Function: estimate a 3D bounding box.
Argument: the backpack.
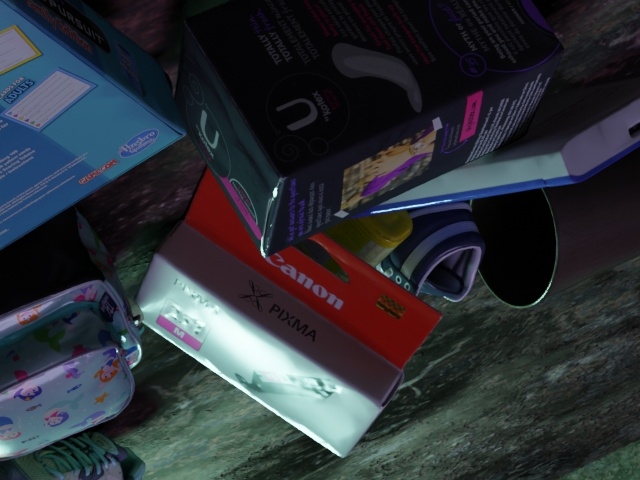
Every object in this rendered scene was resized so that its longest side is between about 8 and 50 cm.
[{"bbox_3d":[-0.280,0.093,1.730,0.225,0.191,0.253,-24,163,-3],"label":"backpack"}]

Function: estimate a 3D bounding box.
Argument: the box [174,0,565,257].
[{"bbox_3d":[0.036,-0.131,1.519,0.270,0.165,0.143,-24,159,-20],"label":"box"}]

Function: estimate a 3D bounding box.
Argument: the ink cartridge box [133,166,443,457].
[{"bbox_3d":[-0.040,0.073,1.826,0.060,0.275,0.239,-54,177,-34],"label":"ink cartridge box"}]

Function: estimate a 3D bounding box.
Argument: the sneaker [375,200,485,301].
[{"bbox_3d":[0.057,0.028,1.952,0.099,0.153,0.282,1,147,-47],"label":"sneaker"}]

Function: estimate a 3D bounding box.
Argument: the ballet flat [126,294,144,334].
[{"bbox_3d":[-0.278,0.122,1.931,0.086,0.086,0.248,3,145,-49],"label":"ballet flat"}]

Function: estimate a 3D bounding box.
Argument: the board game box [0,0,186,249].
[{"bbox_3d":[-0.293,-0.106,1.329,0.254,0.079,0.336,-31,148,14],"label":"board game box"}]

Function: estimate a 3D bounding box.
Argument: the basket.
[{"bbox_3d":[0.307,-0.038,2.079,0.227,0.154,0.204,-19,156,-24],"label":"basket"}]

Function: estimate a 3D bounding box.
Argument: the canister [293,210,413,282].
[{"bbox_3d":[0.000,0.000,1.871,0.170,0.126,0.073,-45,174,38],"label":"canister"}]

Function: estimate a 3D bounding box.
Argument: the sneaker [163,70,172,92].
[{"bbox_3d":[-0.206,-0.110,1.505,0.170,0.051,0.089,-21,161,-2],"label":"sneaker"}]

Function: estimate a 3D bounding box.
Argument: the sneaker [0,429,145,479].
[{"bbox_3d":[-0.307,0.274,2.246,0.122,0.110,0.283,-46,158,5],"label":"sneaker"}]

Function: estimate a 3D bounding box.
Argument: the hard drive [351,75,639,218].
[{"bbox_3d":[0.174,-0.087,1.707,0.210,0.040,0.318,-30,-167,-37],"label":"hard drive"}]
